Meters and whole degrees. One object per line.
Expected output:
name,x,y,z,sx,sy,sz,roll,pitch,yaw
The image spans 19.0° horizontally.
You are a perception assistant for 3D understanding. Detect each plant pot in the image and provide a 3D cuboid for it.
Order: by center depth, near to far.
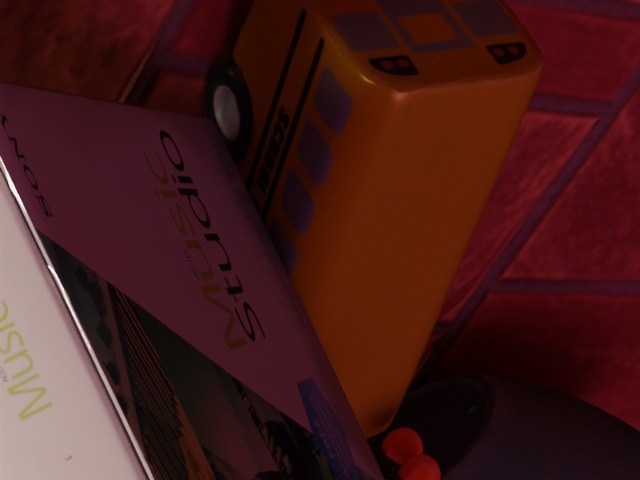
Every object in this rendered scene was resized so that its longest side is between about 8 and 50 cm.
plant pot,0.109,0.203,1.254,0.290,0.290,0.195,-35,110,4

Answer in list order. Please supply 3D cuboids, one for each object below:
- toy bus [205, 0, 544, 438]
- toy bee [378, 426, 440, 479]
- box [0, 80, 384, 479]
toy bus,0.000,0.000,0.999,0.108,0.130,0.333,-10,140,-29
toy bee,0.029,0.191,1.031,0.162,0.195,0.298,-47,145,10
box,-0.058,0.055,0.768,0.058,0.232,0.322,-27,176,12
